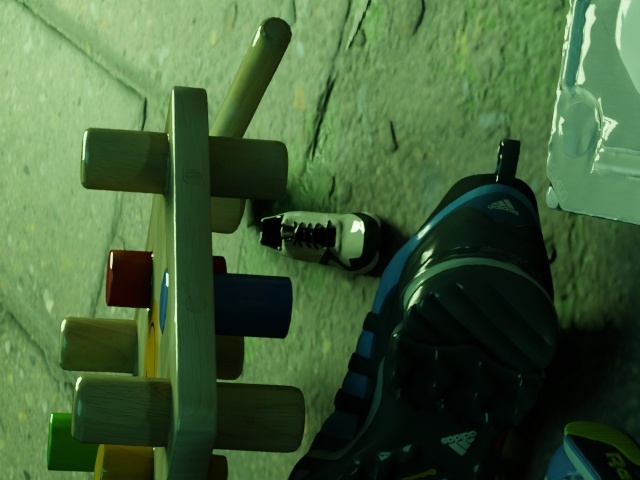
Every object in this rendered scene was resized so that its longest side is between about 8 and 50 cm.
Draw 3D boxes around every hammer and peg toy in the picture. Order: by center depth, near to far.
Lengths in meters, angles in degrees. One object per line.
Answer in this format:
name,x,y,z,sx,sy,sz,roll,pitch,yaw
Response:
hammer and peg toy,-0.096,0.035,1.117,0.266,0.127,0.361,106,165,-49

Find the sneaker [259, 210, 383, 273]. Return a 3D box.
sneaker,0.000,0.000,1.170,0.109,0.043,0.040,-2,83,56

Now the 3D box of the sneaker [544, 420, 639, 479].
sneaker,0.151,0.159,0.909,0.059,0.053,0.144,-60,32,32

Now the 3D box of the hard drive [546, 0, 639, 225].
hard drive,0.217,-0.165,0.841,0.237,0.064,0.339,16,100,57

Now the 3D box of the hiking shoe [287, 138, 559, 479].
hiking shoe,0.061,0.092,1.036,0.132,0.113,0.304,-74,10,-47
